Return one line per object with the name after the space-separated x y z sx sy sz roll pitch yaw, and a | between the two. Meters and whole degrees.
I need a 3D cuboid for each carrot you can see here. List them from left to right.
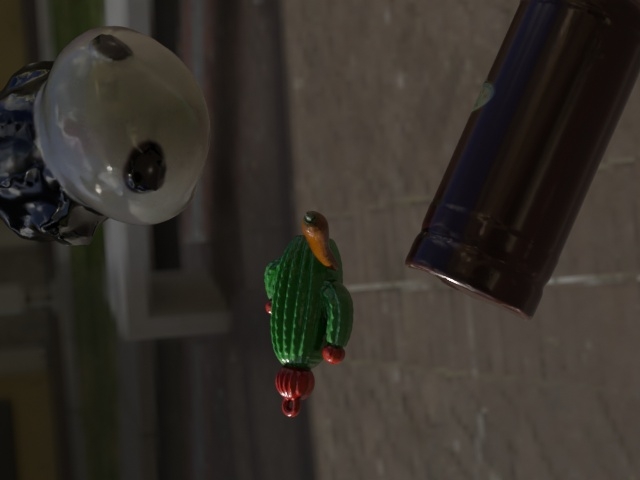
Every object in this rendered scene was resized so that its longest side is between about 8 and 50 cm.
0.000 0.000 2.231 0.142 0.035 0.035 69 -175 -56 | carrot

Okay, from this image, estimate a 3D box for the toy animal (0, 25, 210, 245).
-0.223 -0.109 1.744 0.267 0.213 0.212 -16 76 39 | toy animal

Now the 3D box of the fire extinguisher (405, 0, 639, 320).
0.180 -0.113 1.368 0.135 0.114 0.337 22 86 44 | fire extinguisher

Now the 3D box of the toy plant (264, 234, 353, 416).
-0.014 0.108 2.318 0.155 0.088 0.240 -29 60 38 | toy plant
